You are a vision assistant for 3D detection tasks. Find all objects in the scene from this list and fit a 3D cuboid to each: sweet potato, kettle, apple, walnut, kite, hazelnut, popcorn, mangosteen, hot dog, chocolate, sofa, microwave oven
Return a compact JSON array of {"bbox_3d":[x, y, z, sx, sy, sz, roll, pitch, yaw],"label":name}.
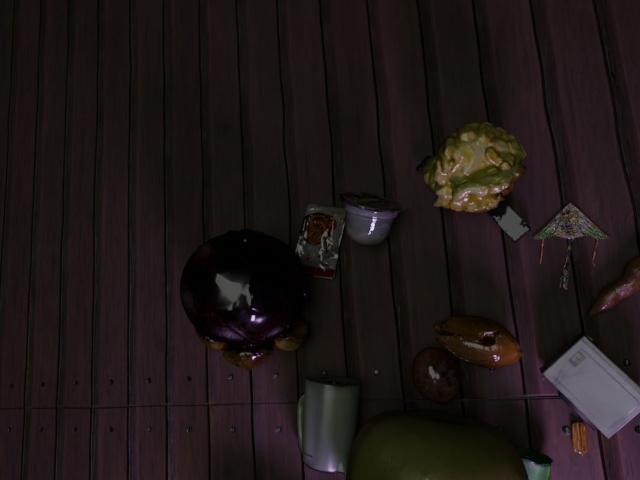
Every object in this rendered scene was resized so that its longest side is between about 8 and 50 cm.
[{"bbox_3d":[0.784,0.120,1.294,0.218,0.051,0.065,-50,28,6],"label":"sweet potato"},{"bbox_3d":[0.012,0.532,1.474,0.240,0.165,0.255,-1,84,50],"label":"kettle"},{"bbox_3d":[0.270,0.627,1.188,0.473,0.473,0.473,-3,80,20],"label":"apple"},{"bbox_3d":[0.427,0.274,1.368,0.245,0.137,0.137,13,86,32],"label":"walnut"},{"bbox_3d":[0.689,0.015,1.374,0.198,0.006,0.244,4,82,20],"label":"kite"},{"bbox_3d":[0.318,0.373,1.380,0.143,0.143,0.154,-16,90,17],"label":"hazelnut"},{"bbox_3d":[0.419,-0.193,1.382,0.237,0.293,0.293,44,98,2],"label":"popcorn"},{"bbox_3d":[-0.213,0.173,1.496,0.381,0.381,0.421,-20,86,16],"label":"mangosteen"},{"bbox_3d":[0.670,0.511,1.294,0.037,0.021,0.083,2,81,10],"label":"hot dog"},{"bbox_3d":[0.516,0.692,1.282,0.110,0.110,0.291,11,88,21],"label":"chocolate"},{"bbox_3d":[0.138,-0.061,1.512,0.221,0.221,0.147,24,109,22],"label":"chocolate"},{"bbox_3d":[0.537,-0.055,1.425,0.060,0.039,0.118,-41,70,8],"label":"sofa"},{"bbox_3d":[0.684,0.359,1.256,0.163,0.129,0.205,-46,69,10],"label":"microwave oven"}]

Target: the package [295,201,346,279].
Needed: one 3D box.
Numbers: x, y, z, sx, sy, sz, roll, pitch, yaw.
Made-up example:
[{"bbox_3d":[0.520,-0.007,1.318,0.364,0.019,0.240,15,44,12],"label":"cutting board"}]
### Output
[{"bbox_3d":[0.000,0.000,1.617,0.154,0.030,0.239,10,86,24],"label":"package"}]
